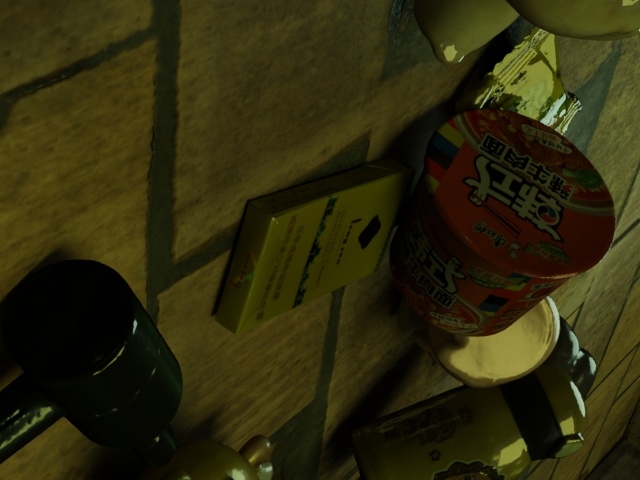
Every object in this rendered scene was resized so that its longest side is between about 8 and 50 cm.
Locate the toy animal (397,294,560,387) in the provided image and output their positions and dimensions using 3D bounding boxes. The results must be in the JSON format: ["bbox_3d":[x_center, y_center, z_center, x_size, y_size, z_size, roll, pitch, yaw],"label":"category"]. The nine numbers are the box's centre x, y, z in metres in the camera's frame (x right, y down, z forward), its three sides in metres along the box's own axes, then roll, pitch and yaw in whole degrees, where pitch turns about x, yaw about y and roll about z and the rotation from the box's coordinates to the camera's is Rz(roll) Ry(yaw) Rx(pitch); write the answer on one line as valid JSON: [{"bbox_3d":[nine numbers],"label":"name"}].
[{"bbox_3d":[0.221,0.117,1.660,0.213,0.256,0.195,3,97,-18],"label":"toy animal"}]

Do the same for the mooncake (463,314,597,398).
[{"bbox_3d":[0.337,0.205,1.933,0.133,0.245,0.245,-48,154,-22],"label":"mooncake"}]

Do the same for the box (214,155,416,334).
[{"bbox_3d":[-0.001,0.000,1.311,0.279,0.041,0.153,-22,137,-51],"label":"box"}]

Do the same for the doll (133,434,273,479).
[{"bbox_3d":[-0.159,0.374,1.350,0.348,0.161,0.423,-62,167,8],"label":"doll"}]

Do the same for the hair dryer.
[{"bbox_3d":[-0.260,0.177,1.018,0.302,0.116,0.244,-37,151,-13],"label":"hair dryer"}]

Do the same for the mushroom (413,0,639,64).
[{"bbox_3d":[0.204,-0.311,1.103,0.314,0.314,0.336,-33,176,-40],"label":"mushroom"}]

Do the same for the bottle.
[{"bbox_3d":[0.232,0.300,1.755,0.351,0.171,0.171,-23,154,5],"label":"bottle"}]

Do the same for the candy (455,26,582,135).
[{"bbox_3d":[0.278,-0.174,1.548,0.187,0.081,0.297,-49,151,-1],"label":"candy"}]

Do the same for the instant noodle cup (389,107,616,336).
[{"bbox_3d":[0.208,-0.012,1.437,0.250,0.250,0.192,-36,166,-36],"label":"instant noodle cup"}]
